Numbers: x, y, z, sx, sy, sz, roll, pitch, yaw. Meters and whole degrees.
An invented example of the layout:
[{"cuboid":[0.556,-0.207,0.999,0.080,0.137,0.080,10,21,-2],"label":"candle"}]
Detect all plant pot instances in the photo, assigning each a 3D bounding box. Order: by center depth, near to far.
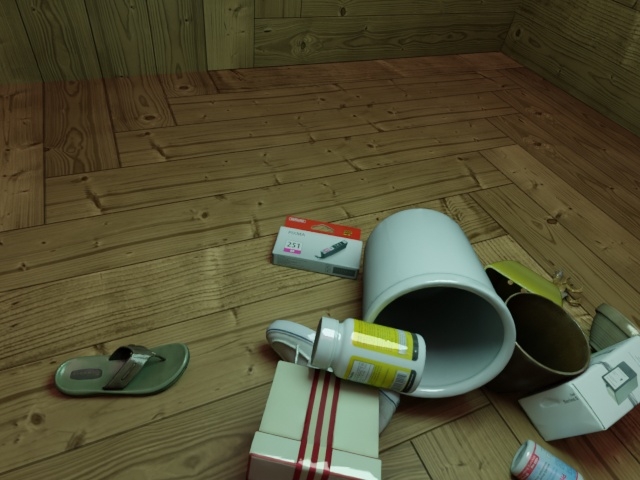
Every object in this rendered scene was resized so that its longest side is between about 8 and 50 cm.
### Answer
[{"cuboid":[0.490,0.282,1.085,0.215,0.230,0.215,11,46,-11],"label":"plant pot"},{"cuboid":[0.820,0.295,1.189,0.237,0.109,0.237,44,15,-14],"label":"plant pot"},{"cuboid":[0.553,0.175,1.244,0.212,0.212,0.187,36,38,25],"label":"plant pot"}]

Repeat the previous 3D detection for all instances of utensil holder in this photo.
[{"cuboid":[0.261,0.135,1.096,0.327,0.328,0.385,9,28,0],"label":"utensil holder"}]

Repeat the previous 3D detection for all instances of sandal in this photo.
[{"cuboid":[-0.463,0.299,1.023,0.302,0.086,0.120,-5,46,-14],"label":"sandal"}]

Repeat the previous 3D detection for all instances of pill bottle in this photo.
[{"cuboid":[0.092,0.224,0.872,0.208,0.119,0.119,14,44,-3],"label":"pill bottle"},{"cuboid":[0.511,0.523,0.955,0.160,0.087,0.087,31,48,22],"label":"pill bottle"}]

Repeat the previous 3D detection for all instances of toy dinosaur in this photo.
[{"cuboid":[0.766,0.170,1.389,0.112,0.064,0.211,11,31,28],"label":"toy dinosaur"}]

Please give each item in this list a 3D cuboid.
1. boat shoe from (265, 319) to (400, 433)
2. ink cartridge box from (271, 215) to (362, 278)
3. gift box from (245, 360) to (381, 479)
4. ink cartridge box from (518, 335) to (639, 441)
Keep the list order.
[{"cuboid":[-0.002,0.341,1.039,0.367,0.136,0.156,33,51,9],"label":"boat shoe"},{"cuboid":[0.000,0.000,1.426,0.274,0.060,0.239,10,45,1],"label":"ink cartridge box"},{"cuboid":[-0.009,0.437,0.849,0.254,0.277,0.258,8,28,4],"label":"gift box"},{"cuboid":[0.655,0.359,1.055,0.272,0.198,0.115,-19,66,-25],"label":"ink cartridge box"}]
